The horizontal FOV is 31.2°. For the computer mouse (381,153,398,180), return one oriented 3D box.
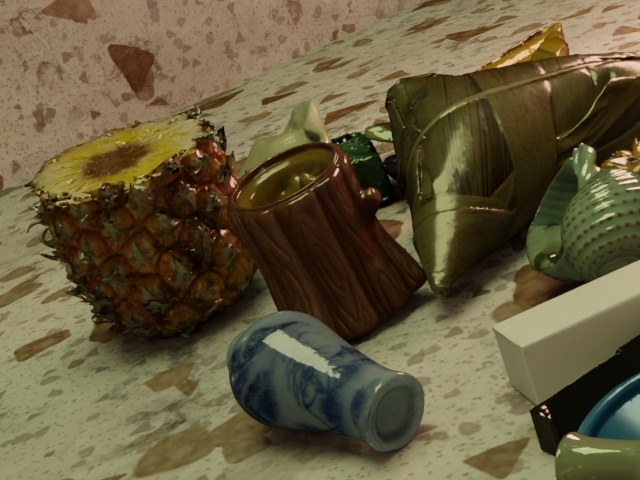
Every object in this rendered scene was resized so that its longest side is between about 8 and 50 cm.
[{"bbox_3d":[0.208,-0.133,1.984,0.217,0.073,0.122,-22,19,-28],"label":"computer mouse"}]

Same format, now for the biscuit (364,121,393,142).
[{"bbox_3d":[0.158,-0.199,2.104,0.099,0.038,0.322,8,9,17],"label":"biscuit"}]

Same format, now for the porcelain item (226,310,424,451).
[{"bbox_3d":[-0.004,0.158,1.291,0.141,0.141,0.259,-33,31,-34],"label":"porcelain item"}]

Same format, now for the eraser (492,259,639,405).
[{"bbox_3d":[0.341,0.078,1.243,0.298,0.078,0.076,-22,18,-10],"label":"eraser"}]

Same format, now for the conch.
[{"bbox_3d":[0.350,-0.020,1.415,0.172,0.131,0.200,-57,10,46],"label":"conch"}]

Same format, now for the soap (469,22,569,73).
[{"bbox_3d":[0.439,-0.293,2.060,0.339,0.169,0.304,-34,23,-33],"label":"soap"}]

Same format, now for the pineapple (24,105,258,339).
[{"bbox_3d":[-0.262,-0.014,1.765,0.352,0.300,0.352,-17,17,6],"label":"pineapple"}]

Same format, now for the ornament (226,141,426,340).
[{"bbox_3d":[0.000,0.000,1.538,0.221,0.217,0.235,-13,30,28],"label":"ornament"}]

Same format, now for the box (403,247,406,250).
[{"bbox_3d":[0.074,0.039,1.690,0.117,0.036,0.051,-4,23,39],"label":"box"}]

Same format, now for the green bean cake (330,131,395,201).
[{"bbox_3d":[0.023,-0.109,2.058,0.194,0.107,0.208,-19,20,-1],"label":"green bean cake"}]

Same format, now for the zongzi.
[{"bbox_3d":[0.363,-0.095,1.638,0.500,0.218,0.467,-11,40,3],"label":"zongzi"}]

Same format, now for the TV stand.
[{"bbox_3d":[0.321,0.132,1.155,0.256,0.049,0.040,-27,21,-23],"label":"TV stand"}]

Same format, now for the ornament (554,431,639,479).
[{"bbox_3d":[0.274,0.184,0.925,0.156,0.081,0.075,-9,-6,35],"label":"ornament"}]

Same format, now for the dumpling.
[{"bbox_3d":[-0.028,-0.113,1.914,0.318,0.187,0.242,-20,52,57],"label":"dumpling"}]

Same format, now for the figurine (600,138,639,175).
[{"bbox_3d":[0.430,-0.070,1.519,0.122,0.121,0.176,22,3,14],"label":"figurine"}]

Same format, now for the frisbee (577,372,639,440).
[{"bbox_3d":[0.336,0.182,0.994,0.242,0.045,0.242,-21,26,11],"label":"frisbee"}]
